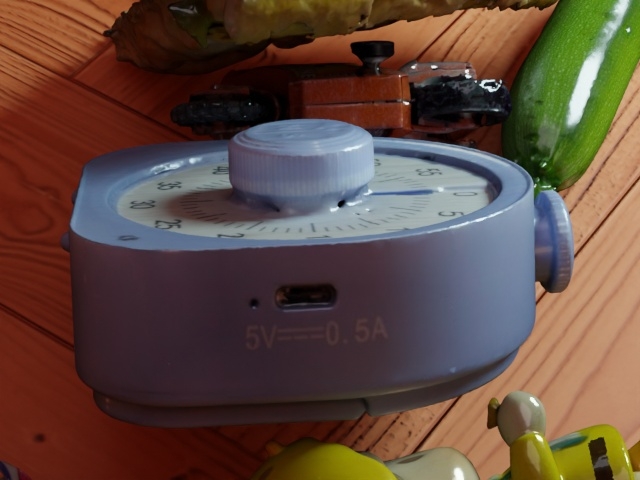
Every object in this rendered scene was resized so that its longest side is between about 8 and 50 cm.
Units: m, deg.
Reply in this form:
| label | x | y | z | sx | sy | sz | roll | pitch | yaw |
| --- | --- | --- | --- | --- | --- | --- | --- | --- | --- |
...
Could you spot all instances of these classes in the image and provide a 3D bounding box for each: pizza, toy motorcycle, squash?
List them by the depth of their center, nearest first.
| label | x | y | z | sx | sy | sz | roll | pitch | yaw |
| --- | --- | --- | --- | --- | --- | --- | --- | --- | --- |
| pizza | 0.001 | -0.203 | 1.555 | 0.435 | 0.080 | 0.392 | -12 | 3 | 7 |
| toy motorcycle | 0.015 | -0.117 | 1.592 | 0.298 | 0.171 | 0.089 | -2 | 84 | -8 |
| squash | 0.237 | -0.156 | 1.663 | 0.101 | 0.101 | 0.378 | 16 | 50 | 13 |

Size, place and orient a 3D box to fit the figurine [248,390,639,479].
| label | x | y | z | sx | sy | sz | roll | pitch | yaw |
| --- | --- | --- | --- | --- | --- | --- | --- | --- | --- |
| figurine | 0.102 | 0.196 | 1.248 | 0.344 | 0.215 | 0.187 | -16 | 76 | -5 |

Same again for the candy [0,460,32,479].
| label | x | y | z | sx | sy | sz | roll | pitch | yaw |
| --- | --- | --- | --- | --- | --- | --- | --- | --- | --- |
| candy | -0.219 | 0.213 | 1.329 | 0.365 | 0.124 | 0.124 | 25 | 51 | 34 |

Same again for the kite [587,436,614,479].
| label | x | y | z | sx | sy | sz | roll | pitch | yaw |
| --- | --- | --- | --- | --- | --- | --- | --- | --- | --- |
| kite | 0.244 | 0.264 | 1.181 | 0.169 | 0.310 | 0.015 | -21 | 9 | -11 |

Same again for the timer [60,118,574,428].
| label | x | y | z | sx | sy | sz | roll | pitch | yaw |
| --- | --- | --- | --- | --- | --- | --- | --- | --- | --- |
| timer | 0.000 | 0.000 | 1.363 | 0.395 | 0.173 | 0.395 | -2 | 13 | 1 |
